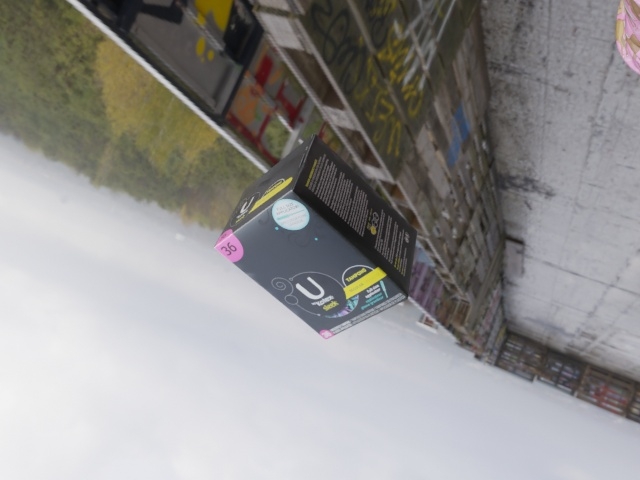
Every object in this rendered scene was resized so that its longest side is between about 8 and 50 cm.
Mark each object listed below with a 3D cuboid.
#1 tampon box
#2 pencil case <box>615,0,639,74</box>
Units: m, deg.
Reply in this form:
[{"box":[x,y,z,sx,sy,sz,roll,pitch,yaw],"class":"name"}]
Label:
[{"box":[0.000,0.000,0.588,0.161,0.101,0.120,41,128,-20],"class":"tampon box"},{"box":[0.366,-0.258,0.561,0.167,0.159,0.386,17,-166,26],"class":"pencil case"}]
